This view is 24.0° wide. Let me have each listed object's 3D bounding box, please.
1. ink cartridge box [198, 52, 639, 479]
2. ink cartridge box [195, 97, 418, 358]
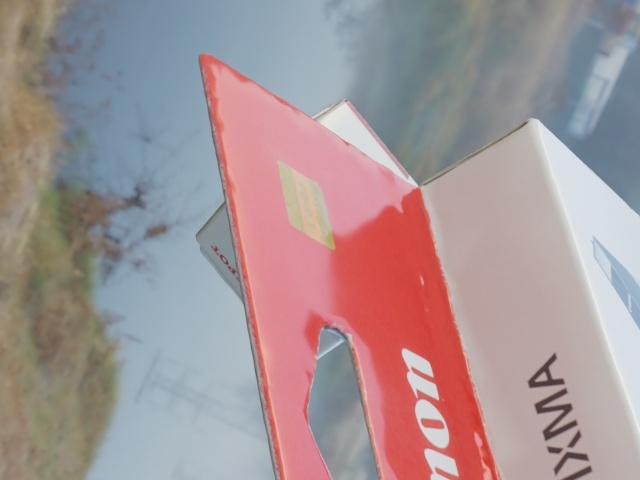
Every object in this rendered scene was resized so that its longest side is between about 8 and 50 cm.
[{"bbox_3d":[0.085,0.084,0.510,0.066,0.261,0.296,-31,-129,24],"label":"ink cartridge box"},{"bbox_3d":[0.000,0.000,1.029,0.072,0.127,0.175,-39,179,-28],"label":"ink cartridge box"}]
